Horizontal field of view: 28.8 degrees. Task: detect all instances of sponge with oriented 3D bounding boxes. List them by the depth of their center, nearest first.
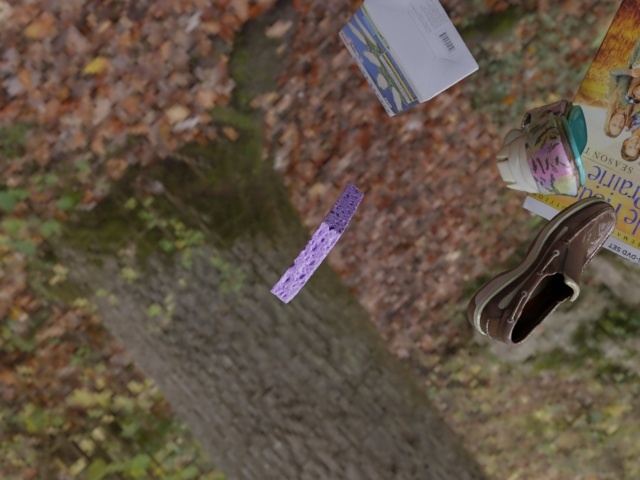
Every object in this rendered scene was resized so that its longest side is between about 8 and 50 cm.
[{"bbox_3d":[0.000,0.000,1.632,0.117,0.031,0.210,-54,-179,19],"label":"sponge"}]

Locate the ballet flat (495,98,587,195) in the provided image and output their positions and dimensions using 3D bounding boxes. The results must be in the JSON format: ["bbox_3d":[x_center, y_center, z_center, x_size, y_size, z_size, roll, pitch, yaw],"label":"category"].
[{"bbox_3d":[0.202,-0.082,1.135,0.079,0.077,0.221,-13,-168,16],"label":"ballet flat"}]

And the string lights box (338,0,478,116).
[{"bbox_3d":[0.100,-0.231,1.500,0.076,0.133,0.259,-33,-176,-4],"label":"string lights box"}]

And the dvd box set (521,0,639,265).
[{"bbox_3d":[0.545,-0.176,1.986,0.062,0.307,0.420,12,106,-61],"label":"dvd box set"}]

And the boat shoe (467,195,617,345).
[{"bbox_3d":[0.324,0.050,1.701,0.257,0.095,0.095,-44,131,-7],"label":"boat shoe"}]
